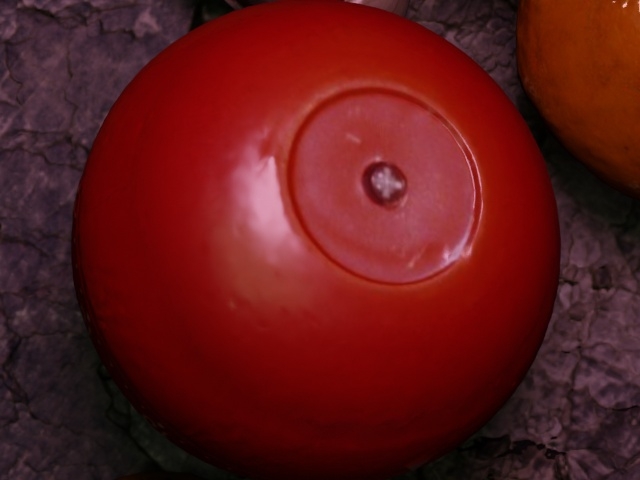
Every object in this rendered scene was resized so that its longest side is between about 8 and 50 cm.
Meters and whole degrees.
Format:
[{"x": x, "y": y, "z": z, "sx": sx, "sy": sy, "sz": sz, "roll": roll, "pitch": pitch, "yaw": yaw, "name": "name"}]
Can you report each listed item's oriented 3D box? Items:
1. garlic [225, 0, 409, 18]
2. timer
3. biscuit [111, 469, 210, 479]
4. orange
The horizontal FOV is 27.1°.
[{"x": -0.016, "y": -0.256, "z": 1.136, "sx": 0.214, "sy": 0.160, "sz": 0.191, "roll": 43, "pitch": 95, "yaw": 9, "name": "garlic"}, {"x": 0.000, "y": 0.000, "z": 1.025, "sx": 0.378, "sy": 0.279, "sz": 0.377, "roll": 5, "pitch": 74, "yaw": -17, "name": "timer"}, {"x": -0.148, "y": 0.341, "z": 1.137, "sx": 0.296, "sy": 0.075, "sz": 0.295, "roll": -1, "pitch": 80, "yaw": 6, "name": "biscuit"}, {"x": 0.299, "y": -0.169, "z": 1.073, "sx": 0.284, "sy": 0.226, "sz": 0.283, "roll": -1, "pitch": 80, "yaw": 4, "name": "orange"}]
